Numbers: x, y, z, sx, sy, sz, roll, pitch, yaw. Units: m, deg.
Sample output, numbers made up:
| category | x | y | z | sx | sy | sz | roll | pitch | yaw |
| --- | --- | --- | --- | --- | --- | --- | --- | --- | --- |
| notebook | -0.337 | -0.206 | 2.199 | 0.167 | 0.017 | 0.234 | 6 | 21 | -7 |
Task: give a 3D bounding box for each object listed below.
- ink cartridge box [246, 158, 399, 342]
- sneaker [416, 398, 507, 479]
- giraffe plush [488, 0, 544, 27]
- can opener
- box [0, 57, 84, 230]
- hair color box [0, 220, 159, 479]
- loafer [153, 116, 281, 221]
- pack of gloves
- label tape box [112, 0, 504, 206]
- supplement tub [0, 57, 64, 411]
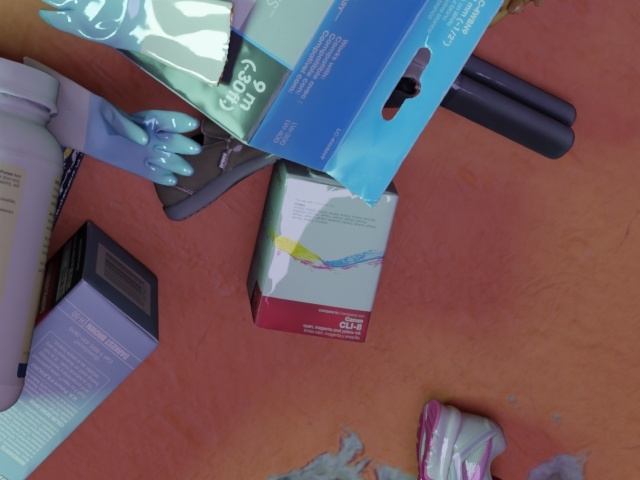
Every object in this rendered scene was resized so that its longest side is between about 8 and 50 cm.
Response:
| category | x | y | z | sx | sy | sz | roll | pitch | yaw |
| --- | --- | --- | --- | --- | --- | --- | --- | --- | --- |
| ink cartridge box | 0.000 | 0.000 | 1.631 | 0.127 | 0.128 | 0.176 | 9 | 109 | -9 |
| sneaker | 0.162 | 0.315 | 1.774 | 0.111 | 0.103 | 0.252 | 7 | 109 | -7 |
| giraffe plush | 0.165 | -0.281 | 1.526 | 0.210 | 0.170 | 0.181 | 10 | 108 | -9 |
| can opener | 0.146 | -0.164 | 1.630 | 0.280 | 0.074 | 0.093 | 21 | 140 | -11 |
| box | -0.395 | -0.099 | 1.592 | 0.270 | 0.060 | 0.216 | 22 | 106 | -13 |
| hair color box | -0.340 | 0.170 | 1.626 | 0.113 | 0.185 | 0.374 | 41 | 101 | -18 |
| loafer | -0.086 | -0.116 | 1.591 | 0.251 | 0.094 | 0.087 | -34 | 103 | 16 |
| pack of gloves | -0.208 | -0.165 | 1.468 | 0.232 | 0.046 | 0.195 | 20 | 110 | 23 |
| label tape box | -0.035 | -0.228 | 1.473 | 0.347 | 0.115 | 0.249 | 37 | 104 | 18 |
| supplement tub | -0.375 | -0.012 | 1.428 | 0.235 | 0.235 | 0.325 | 10 | 85 | -9 |
